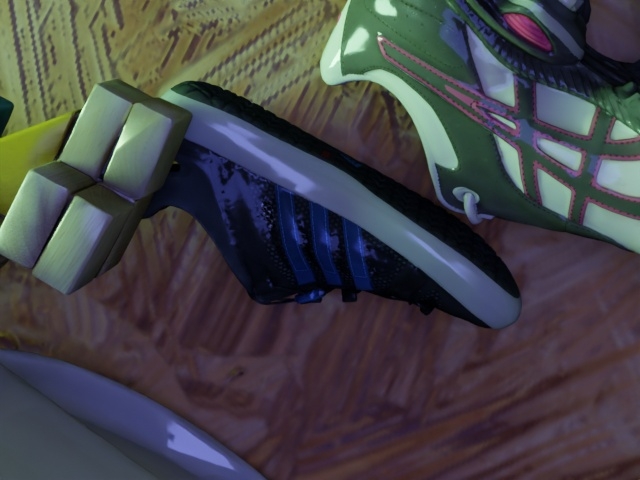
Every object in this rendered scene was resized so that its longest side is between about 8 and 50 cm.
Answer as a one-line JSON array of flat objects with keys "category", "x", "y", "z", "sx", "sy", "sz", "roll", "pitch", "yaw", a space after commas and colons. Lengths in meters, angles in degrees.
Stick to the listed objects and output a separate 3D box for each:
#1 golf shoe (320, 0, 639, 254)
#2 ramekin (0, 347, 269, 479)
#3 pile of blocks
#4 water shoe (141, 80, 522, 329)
[{"category": "golf shoe", "x": 0.125, "y": -0.042, "z": 0.930, "sx": 0.273, "sy": 0.105, "sz": 0.120, "roll": 46, "pitch": 110, "yaw": 2}, {"category": "ramekin", "x": -0.099, "y": 0.179, "z": 0.856, "sx": 0.273, "sy": 0.273, "sz": 0.127, "roll": 36, "pitch": 106, "yaw": -2}, {"category": "pile of blocks", "x": -0.239, "y": 0.002, "z": 0.886, "sx": 0.362, "sy": 0.112, "sz": 0.149, "roll": -25, "pitch": 94, "yaw": 11}, {"category": "water shoe", "x": 0.000, "y": 0.000, "z": 0.940, "sx": 0.203, "sy": 0.073, "sz": 0.080, "roll": 31, "pitch": 104, "yaw": 7}]
